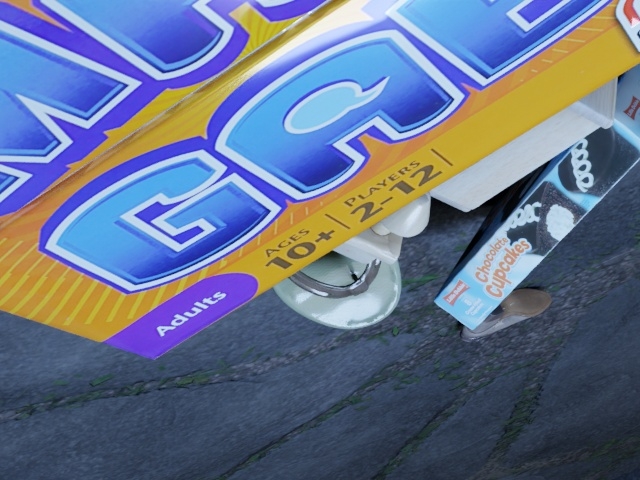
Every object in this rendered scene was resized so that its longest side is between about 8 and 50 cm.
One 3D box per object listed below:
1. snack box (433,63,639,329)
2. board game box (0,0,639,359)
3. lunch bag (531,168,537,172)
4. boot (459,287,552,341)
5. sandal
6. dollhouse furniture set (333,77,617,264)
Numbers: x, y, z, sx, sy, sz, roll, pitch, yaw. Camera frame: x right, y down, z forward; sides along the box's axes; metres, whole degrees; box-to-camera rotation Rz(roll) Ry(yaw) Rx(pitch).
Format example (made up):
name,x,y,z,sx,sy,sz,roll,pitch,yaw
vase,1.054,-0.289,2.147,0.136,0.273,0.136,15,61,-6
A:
name,x,y,z,sx,sy,sz,roll,pitch,yaw
snack box,0.246,-0.061,1.340,0.187,0.060,0.322,-51,178,-45
board game box,-0.086,-0.214,0.571,0.356,0.356,0.356,-32,152,17
lunch bag,0.187,-0.113,1.277,0.053,0.083,0.071,-26,154,5
boot,0.247,0.104,1.783,0.118,0.042,0.087,-8,156,-25
sandal,-0.002,0.000,1.159,0.120,0.086,0.302,-27,142,1
dollhouse furniture set,0.014,-0.176,0.886,0.356,0.303,0.174,25,148,-21
